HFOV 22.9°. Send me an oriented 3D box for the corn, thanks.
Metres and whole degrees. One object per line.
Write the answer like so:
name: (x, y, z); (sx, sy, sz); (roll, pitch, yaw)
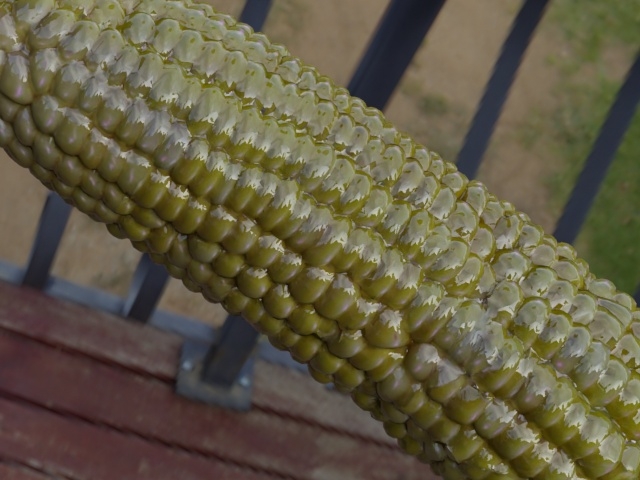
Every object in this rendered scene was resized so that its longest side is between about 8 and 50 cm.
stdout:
corn: (0.000, 0.000, 0.549); (0.292, 0.101, 0.101); (33, 47, -6)
